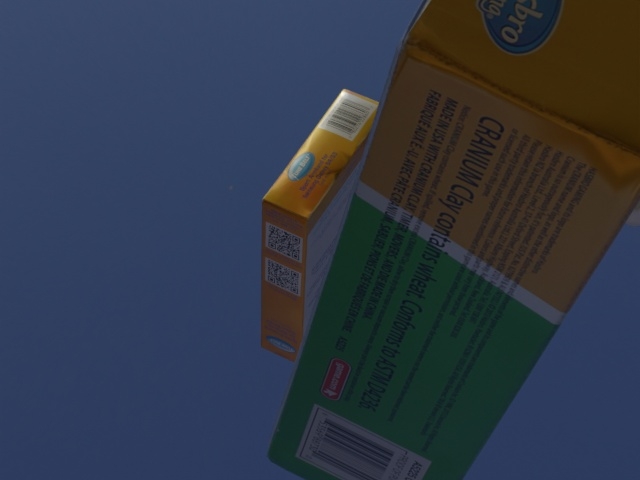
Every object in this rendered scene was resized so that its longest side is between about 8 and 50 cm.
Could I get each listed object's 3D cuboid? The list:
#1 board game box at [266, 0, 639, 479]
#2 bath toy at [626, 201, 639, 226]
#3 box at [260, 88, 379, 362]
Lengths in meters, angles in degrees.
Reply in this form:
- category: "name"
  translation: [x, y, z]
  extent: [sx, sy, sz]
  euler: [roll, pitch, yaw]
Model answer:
- category: "board game box"
  translation: [0.091, -0.088, 0.512]
  extent: [0.064, 0.242, 0.316]
  euler: [26, -120, 5]
- category: "bath toy"
  translation: [0.269, 0.005, 0.797]
  extent: [0.348, 0.151, 0.129]
  euler: [36, -53, -16]
- category: "box"
  translation: [0.000, 0.000, 0.764]
  extent: [0.028, 0.136, 0.081]
  euler: [25, -125, 14]
